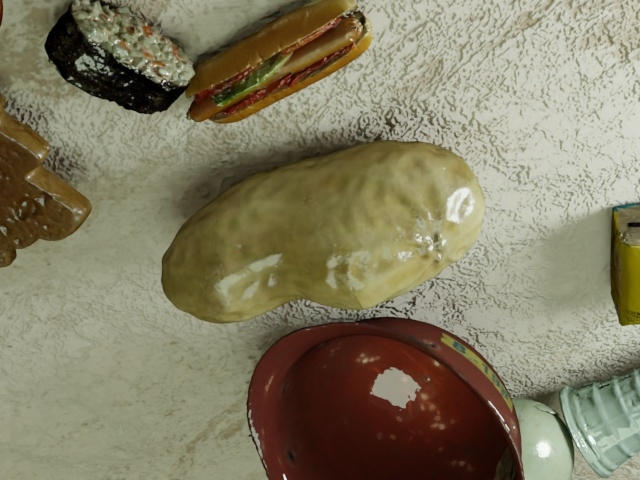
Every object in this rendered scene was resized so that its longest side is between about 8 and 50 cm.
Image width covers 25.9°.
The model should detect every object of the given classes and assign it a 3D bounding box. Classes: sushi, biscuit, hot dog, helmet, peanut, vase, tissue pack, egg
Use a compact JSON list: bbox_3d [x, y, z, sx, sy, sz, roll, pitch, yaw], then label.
[{"bbox_3d":[-0.205,-0.189,1.441,0.150,0.090,0.078,27,125,-29],"label":"sushi"},{"bbox_3d":[-0.400,-0.090,1.543,0.278,0.043,0.301,2,131,9],"label":"biscuit"},{"bbox_3d":[-0.052,-0.184,1.482,0.235,0.062,0.092,-28,137,25],"label":"hot dog"},{"bbox_3d":[0.107,0.230,1.835,0.385,0.230,0.337,43,120,-1],"label":"helmet"},{"bbox_3d":[0.000,0.000,1.597,0.387,0.192,0.169,-14,145,10],"label":"peanut"},{"bbox_3d":[0.494,0.203,1.927,0.299,0.143,0.143,-30,133,20],"label":"vase"},{"bbox_3d":[0.429,0.029,1.756,0.120,0.082,0.169,-7,139,4],"label":"tissue pack"},{"bbox_3d":[0.253,0.328,1.994,0.186,0.187,0.253,25,126,-30],"label":"egg"}]

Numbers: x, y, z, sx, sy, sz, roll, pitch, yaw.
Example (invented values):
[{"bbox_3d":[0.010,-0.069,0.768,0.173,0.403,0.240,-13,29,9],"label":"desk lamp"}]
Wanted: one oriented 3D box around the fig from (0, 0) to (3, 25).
[{"bbox_3d":[-0.403,-0.246,1.332,0.149,0.202,0.148,-47,163,24],"label":"fig"}]
